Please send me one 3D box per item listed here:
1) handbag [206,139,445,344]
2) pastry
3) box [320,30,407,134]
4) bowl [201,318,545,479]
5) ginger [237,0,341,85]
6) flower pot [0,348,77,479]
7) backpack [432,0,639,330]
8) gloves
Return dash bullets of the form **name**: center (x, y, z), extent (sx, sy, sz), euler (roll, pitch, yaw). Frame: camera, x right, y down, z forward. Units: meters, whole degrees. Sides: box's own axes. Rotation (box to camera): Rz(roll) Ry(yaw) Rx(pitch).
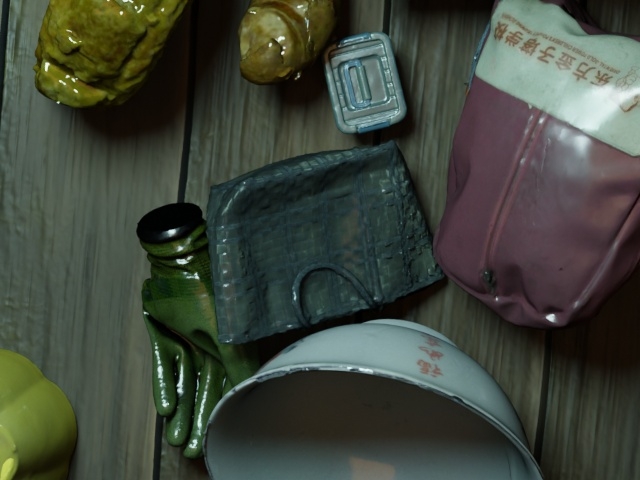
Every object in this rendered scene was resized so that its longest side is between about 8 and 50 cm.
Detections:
- **handbag**: center (0.000, 0.000, 1.714), extent (0.270, 0.088, 0.175), euler (-15, 96, -27)
- **pastry**: center (-0.189, -0.235, 1.669), extent (0.132, 0.240, 0.235), euler (21, 94, -5)
- **box**: center (0.044, -0.161, 1.756), extent (0.074, 0.054, 0.099), euler (-13, 92, 0)
- **bowl**: center (0.068, 0.181, 1.692), extent (0.345, 0.345, 0.157), euler (17, 49, 0)
- **ginger**: center (-0.023, -0.302, 1.716), extent (0.107, 0.133, 0.309), euler (7, 84, 11)
- **flower pot**: center (-0.356, 0.214, 1.717), extent (0.195, 0.179, 0.195), euler (0, 93, 2)
- **backpack**: center (0.249, -0.066, 1.674), extent (0.283, 0.197, 0.317), euler (31, 104, 38)
- **gloves**: center (-0.124, 0.094, 1.741), extent (0.135, 0.107, 0.268), euler (2, 105, 32)
